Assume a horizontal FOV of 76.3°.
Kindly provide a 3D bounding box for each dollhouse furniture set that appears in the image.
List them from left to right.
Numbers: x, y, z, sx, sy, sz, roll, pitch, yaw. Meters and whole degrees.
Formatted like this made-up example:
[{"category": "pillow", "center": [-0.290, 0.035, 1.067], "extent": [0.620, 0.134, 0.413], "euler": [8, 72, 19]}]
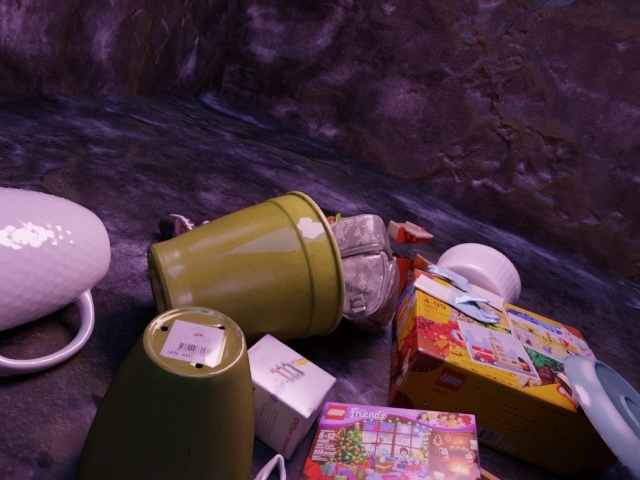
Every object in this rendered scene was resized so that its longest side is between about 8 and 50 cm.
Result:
[{"category": "dollhouse furniture set", "center": [0.257, 0.077, 1.314], "extent": [0.262, 0.259, 0.135], "euler": [1, 22, -29]}]

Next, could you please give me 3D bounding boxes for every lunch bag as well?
[{"category": "lunch bag", "center": [0.105, 0.104, 1.084], "extent": [0.212, 0.305, 0.256], "euler": [-12, 70, 11]}]

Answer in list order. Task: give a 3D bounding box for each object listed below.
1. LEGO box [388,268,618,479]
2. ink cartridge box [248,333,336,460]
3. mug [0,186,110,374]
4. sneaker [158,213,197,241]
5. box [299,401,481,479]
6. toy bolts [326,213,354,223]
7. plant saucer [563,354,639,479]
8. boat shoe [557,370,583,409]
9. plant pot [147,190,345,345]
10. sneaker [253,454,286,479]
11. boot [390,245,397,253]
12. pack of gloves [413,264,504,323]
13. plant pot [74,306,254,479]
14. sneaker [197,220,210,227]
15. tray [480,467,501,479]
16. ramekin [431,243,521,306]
[{"category": "LEGO box", "center": [0.445, 0.320, 1.053], "extent": [0.500, 0.193, 0.372], "euler": [21, 27, 2]}, {"category": "ink cartridge box", "center": [-0.084, 0.303, 0.803], "extent": [0.176, 0.128, 0.127], "euler": [30, 28, 17]}, {"category": "mug", "center": [-0.590, 0.075, 0.789], "extent": [0.328, 0.276, 0.374], "euler": [-12, 70, -57]}, {"category": "sneaker", "center": [-0.408, 0.025, 1.140], "extent": [0.281, 0.106, 0.162], "euler": [34, 33, 25]}, {"category": "box", "center": [0.127, 0.391, 0.724], "extent": [0.293, 0.057, 0.201], "euler": [-2, 21, 17]}, {"category": "toy bolts", "center": [0.000, 0.000, 1.482], "extent": [0.228, 0.158, 0.218], "euler": [14, 66, -33]}, {"category": "plant saucer", "center": [0.609, 0.357, 0.789], "extent": [0.317, 0.044, 0.317], "euler": [30, 31, -20]}, {"category": "boat shoe", "center": [0.545, 0.329, 0.851], "extent": [0.043, 0.049, 0.137], "euler": [-21, 29, 15]}, {"category": "plant pot", "center": [-0.191, 0.091, 0.935], "extent": [0.353, 0.366, 0.366], "euler": [-12, 39, -29]}, {"category": "sneaker", "center": [-0.085, 0.428, 0.606], "extent": [0.080, 0.094, 0.212], "euler": [16, 27, -10]}, {"category": "boot", "center": [0.184, 0.066, 1.477], "extent": [0.246, 0.083, 0.161], "euler": [41, 52, -31]}, {"category": "pack of gloves", "center": [0.391, 0.128, 1.111], "extent": [0.232, 0.046, 0.195], "euler": [29, 28, 18]}, {"category": "plant pot", "center": [-0.210, 0.257, 0.620], "extent": [0.275, 0.293, 0.275], "euler": [16, 27, -8]}, {"category": "sneaker", "center": [-0.310, 0.017, 1.253], "extent": [0.234, 0.078, 0.106], "euler": [26, 30, 21]}, {"category": "tray", "center": [0.199, 0.525, 0.639], "extent": [0.203, 0.076, 0.411], "euler": [28, 29, 16]}, {"category": "ramekin", "center": [0.477, 0.160, 1.300], "extent": [0.277, 0.277, 0.135], "euler": [31, 36, 22]}]
